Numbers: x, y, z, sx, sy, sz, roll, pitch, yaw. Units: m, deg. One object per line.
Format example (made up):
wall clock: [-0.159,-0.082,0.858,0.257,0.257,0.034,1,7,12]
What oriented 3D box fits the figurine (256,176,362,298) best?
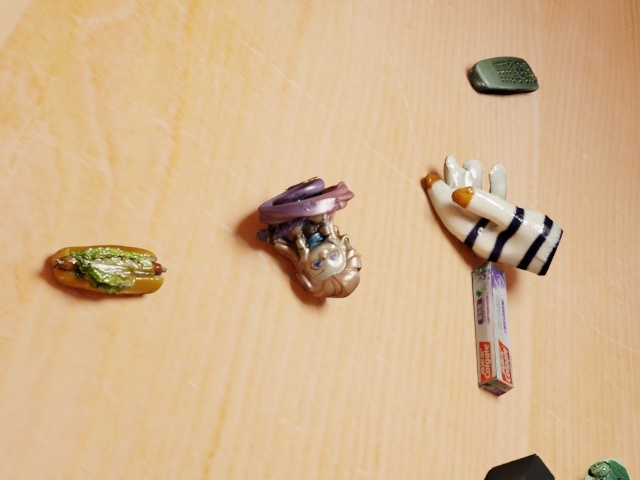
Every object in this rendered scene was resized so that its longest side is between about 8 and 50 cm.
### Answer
figurine: [-0.005,-0.006,1.160,0.114,0.126,0.157,43,-19,57]

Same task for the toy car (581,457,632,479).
toy car: [0.381,0.384,1.346,0.093,0.058,0.186,54,50,-7]

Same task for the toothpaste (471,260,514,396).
toothpaste: [0.250,0.126,1.391,0.047,0.040,0.196,28,48,-30]

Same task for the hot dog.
hot dog: [-0.207,0.028,0.957,0.133,0.041,0.056,5,61,-46]

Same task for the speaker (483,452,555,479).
speaker: [0.212,0.349,1.168,0.044,0.082,0.218,55,40,-6]

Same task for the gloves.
gloves: [0.253,-0.033,1.449,0.219,0.131,0.140,22,30,11]

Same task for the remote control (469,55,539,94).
remote control: [0.341,-0.302,1.771,0.222,0.042,0.072,-14,76,-52]
